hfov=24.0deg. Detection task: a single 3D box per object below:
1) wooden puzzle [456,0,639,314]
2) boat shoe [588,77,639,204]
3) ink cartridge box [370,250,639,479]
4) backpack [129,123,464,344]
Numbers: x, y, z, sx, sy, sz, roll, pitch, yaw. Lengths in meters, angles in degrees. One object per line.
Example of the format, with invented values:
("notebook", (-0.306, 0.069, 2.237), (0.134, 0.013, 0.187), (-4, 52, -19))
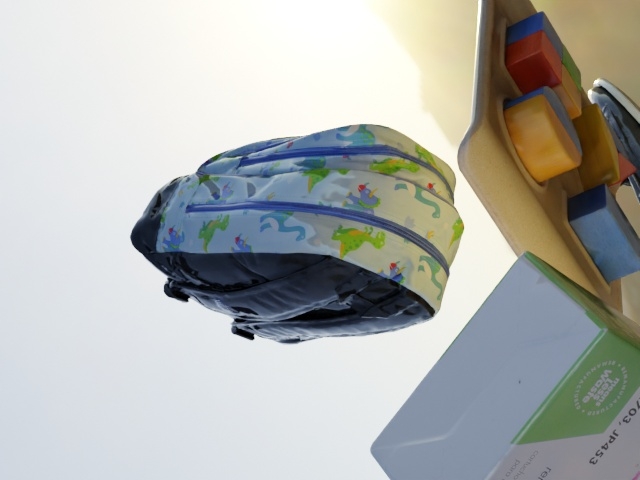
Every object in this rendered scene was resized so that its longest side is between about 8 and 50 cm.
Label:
("wooden puzzle", (0.270, -0.091, 1.645), (0.322, 0.080, 0.348), (54, -149, -27))
("boat shoe", (0.428, -0.116, 2.079), (0.127, 0.113, 0.340), (39, -168, -34))
("ink cartridge box", (0.235, 0.180, 1.218), (0.353, 0.207, 0.119), (30, -169, -40))
("backpack", (0.000, 0.000, 1.744), (0.290, 0.273, 0.355), (34, 169, -28))
